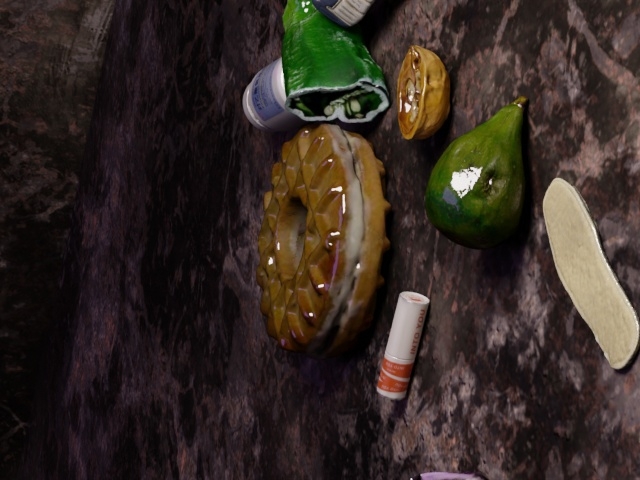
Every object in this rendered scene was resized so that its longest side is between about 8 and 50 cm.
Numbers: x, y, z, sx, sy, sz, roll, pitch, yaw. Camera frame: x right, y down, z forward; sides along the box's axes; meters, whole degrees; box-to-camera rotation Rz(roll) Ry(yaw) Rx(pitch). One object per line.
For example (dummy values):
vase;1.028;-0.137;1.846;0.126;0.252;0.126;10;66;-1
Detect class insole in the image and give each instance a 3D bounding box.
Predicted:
insole;0.264;0.031;1.611;0.248;0.011;0.081;-108;31;-47

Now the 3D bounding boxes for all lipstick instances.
lipstick;0.101;0.129;1.988;0.038;0.038;0.131;-128;47;-62

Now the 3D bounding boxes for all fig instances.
fig;0.177;-0.080;1.763;0.117;0.117;0.177;-177;103;-70

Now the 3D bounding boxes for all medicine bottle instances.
medicine bottle;-0.045;-0.217;2.383;0.186;0.102;0.103;165;110;-68

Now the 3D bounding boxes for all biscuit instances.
biscuit;0.000;0.000;2.207;0.332;0.103;0.332;-175;90;-71

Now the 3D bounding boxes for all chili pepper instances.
chili pepper;0.009;-0.270;2.229;0.099;0.136;0.270;68;-171;-45

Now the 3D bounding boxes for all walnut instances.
walnut;0.130;-0.177;1.971;0.091;0.052;0.121;145;129;-66

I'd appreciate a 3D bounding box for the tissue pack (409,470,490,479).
tissue pack;0.084;0.434;1.850;0.361;0.122;0.259;126;146;-57

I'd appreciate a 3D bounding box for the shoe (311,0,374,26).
shoe;0.070;-0.368;2.125;0.207;0.091;0.106;-33;27;50
